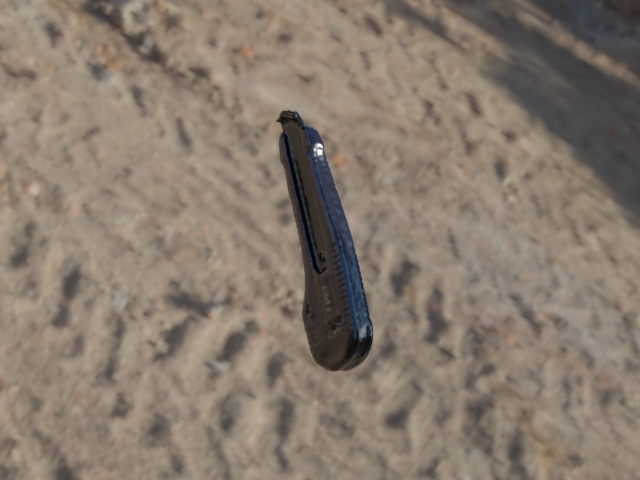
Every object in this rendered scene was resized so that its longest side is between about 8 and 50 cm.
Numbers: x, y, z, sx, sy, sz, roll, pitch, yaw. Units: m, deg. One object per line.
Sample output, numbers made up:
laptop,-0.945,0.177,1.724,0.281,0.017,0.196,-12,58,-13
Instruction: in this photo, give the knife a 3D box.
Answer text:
knife,0.000,0.000,0.667,0.018,0.031,0.121,-11,88,-45
